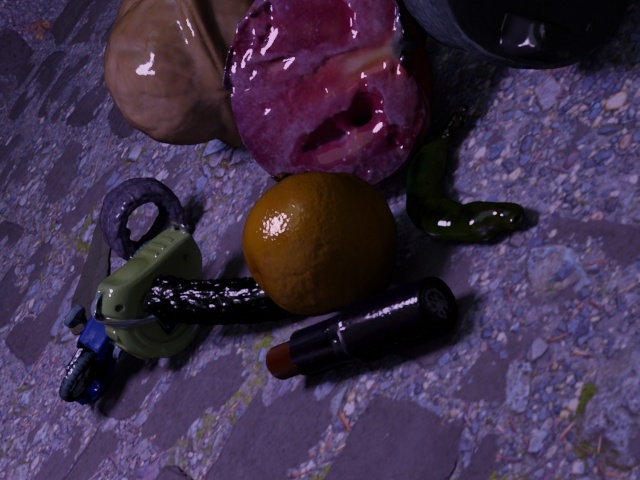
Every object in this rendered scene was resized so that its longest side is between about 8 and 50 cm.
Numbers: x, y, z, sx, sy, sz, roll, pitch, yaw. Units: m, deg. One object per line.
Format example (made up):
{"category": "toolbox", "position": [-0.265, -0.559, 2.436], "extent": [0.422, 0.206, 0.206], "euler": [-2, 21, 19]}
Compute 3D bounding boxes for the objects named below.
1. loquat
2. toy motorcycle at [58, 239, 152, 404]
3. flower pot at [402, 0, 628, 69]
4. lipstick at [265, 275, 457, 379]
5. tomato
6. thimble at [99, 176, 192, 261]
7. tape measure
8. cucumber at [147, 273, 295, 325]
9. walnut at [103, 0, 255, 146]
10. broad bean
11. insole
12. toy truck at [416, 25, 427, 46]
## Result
{"category": "loquat", "position": [0.000, 0.000, 1.730], "extent": [0.208, 0.208, 0.208], "euler": [-37, 33, 29]}
{"category": "toy motorcycle", "position": [-0.336, 0.136, 2.168], "extent": [0.315, 0.113, 0.169], "euler": [-60, -11, 6]}
{"category": "flower pot", "position": [0.251, -0.370, 1.660], "extent": [0.299, 0.299, 0.283], "euler": [-54, 21, 0]}
{"category": "lipstick", "position": [0.043, 0.121, 1.661], "extent": [0.300, 0.081, 0.081], "euler": [-25, 39, 40]}
{"category": "tomato", "position": [0.021, -0.240, 1.881], "extent": [0.290, 0.334, 0.176], "euler": [-16, 8, 19]}
{"category": "thimble", "position": [-0.309, -0.032, 2.295], "extent": [0.150, 0.150, 0.098], "euler": [-56, 30, -3]}
{"category": "tape measure", "position": [-0.256, 0.096, 2.040], "extent": [0.200, 0.175, 0.106], "euler": [-40, 29, -26]}
{"category": "cucumber", "position": [-0.116, 0.085, 1.904], "extent": [0.303, 0.072, 0.081], "euler": [-2, 87, 33]}
{"category": "walnut", "position": [-0.204, -0.329, 2.283], "extent": [0.381, 0.381, 0.381], "euler": [-37, 33, 29]}
{"category": "broad bean", "position": [0.172, -0.066, 1.706], "extent": [0.144, 0.049, 0.292], "euler": [-43, 29, 17]}
{"category": "insole", "position": [-0.434, 0.045, 2.536], "extent": [0.119, 0.009, 0.348], "euler": [-33, 35, 35]}
{"category": "toy truck", "position": [0.073, -0.321, 2.061], "extent": [0.165, 0.147, 0.224], "euler": [116, 166, -46]}
